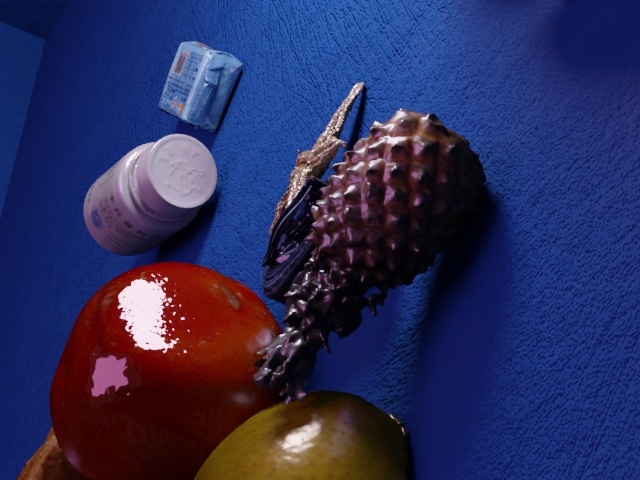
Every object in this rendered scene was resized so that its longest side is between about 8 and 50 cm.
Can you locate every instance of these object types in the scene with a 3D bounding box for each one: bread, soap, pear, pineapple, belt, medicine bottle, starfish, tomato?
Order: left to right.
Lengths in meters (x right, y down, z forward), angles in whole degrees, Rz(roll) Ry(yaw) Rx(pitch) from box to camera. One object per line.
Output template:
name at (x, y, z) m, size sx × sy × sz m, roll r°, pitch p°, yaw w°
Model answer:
bread at (-0.406, 0.381, 2.292) m, size 0.344 × 0.149 × 0.195 m, roll -53°, pitch 16°, yaw 33°
medicine bottle at (-0.306, -0.083, 2.441) m, size 0.293 × 0.170 × 0.170 m, roll -27°, pitch 47°, yaw 55°
tomato at (-0.210, 0.194, 1.840) m, size 0.293 × 0.289 × 0.325 m, roll -58°, pitch 28°, yaw 35°
soap at (-0.235, -0.298, 2.585) m, size 0.156 × 0.077 × 0.293 m, roll -67°, pitch 22°, yaw 5°
pear at (-0.066, 0.349, 1.518) m, size 0.340 × 0.191 × 0.386 m, roll -19°, pitch 52°, yaw 64°
starfish at (-0.017, -0.104, 1.927) m, size 0.295 × 0.048 × 0.231 m, roll -65°, pitch 9°, yaw -32°
belt at (0.000, 0.000, 1.747) m, size 0.218 × 0.128 × 0.122 m, roll -53°, pitch 23°, yaw 35°
pineapple at (0.038, 0.022, 1.526) m, size 0.361 × 0.175 × 0.175 m, roll -54°, pitch 21°, yaw -10°
